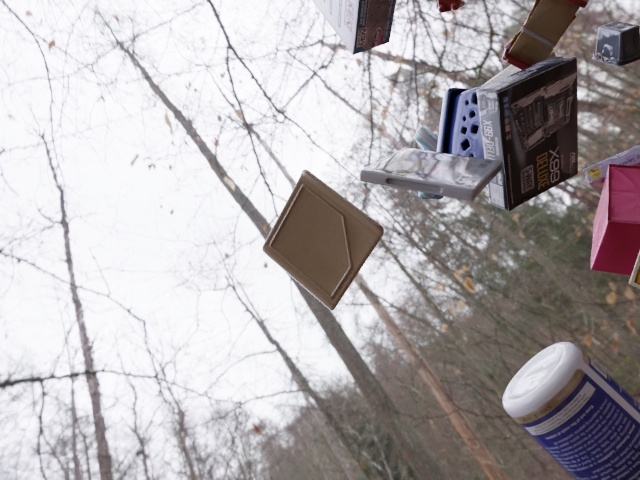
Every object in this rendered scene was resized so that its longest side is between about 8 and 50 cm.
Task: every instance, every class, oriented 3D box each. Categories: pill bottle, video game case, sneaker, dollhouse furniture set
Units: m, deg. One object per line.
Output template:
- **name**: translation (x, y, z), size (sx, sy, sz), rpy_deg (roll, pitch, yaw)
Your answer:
- **pill bottle**: translation (0.429, 0.299, 0.707), size (0.153, 0.264, 0.153), rpy_deg (-43, -12, -11)
- **video game case**: translation (0.201, -0.124, 0.822), size (0.212, 0.193, 0.023), rpy_deg (-34, -48, -52)
- **sneaker**: translation (0.417, -0.271, 1.769), size (0.319, 0.127, 0.208), rpy_deg (36, -65, -28)
- **dollhouse furniture set**: translation (0.474, -0.622, 1.209), size (0.152, 0.374, 0.201), rpy_deg (-54, -7, -44)

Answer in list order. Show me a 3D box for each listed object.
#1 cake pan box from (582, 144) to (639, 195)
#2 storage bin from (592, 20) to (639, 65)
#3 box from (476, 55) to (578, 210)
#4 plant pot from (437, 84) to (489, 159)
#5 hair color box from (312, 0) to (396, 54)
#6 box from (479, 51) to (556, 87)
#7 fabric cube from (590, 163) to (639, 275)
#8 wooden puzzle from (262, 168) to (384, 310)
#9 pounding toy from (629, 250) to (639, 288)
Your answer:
- **cake pan box**: translation (1.113, -0.252, 1.675), size (0.245, 0.070, 0.266), rpy_deg (-24, -23, 35)
- **storage bin**: translation (0.847, -0.567, 1.330), size (0.098, 0.135, 0.091), rpy_deg (-19, -59, 4)
- **box**: translation (0.518, -0.261, 1.145), size (0.242, 0.076, 0.308), rpy_deg (-25, -61, -14)
- **plant pot**: translation (0.465, -0.314, 1.294), size (0.235, 0.212, 0.236), rpy_deg (-9, -69, -34)
- **hair color box**: translation (0.044, -0.620, 1.074), size (0.105, 0.347, 0.174), rpy_deg (-23, -25, -12)
- **box**: translation (0.643, -0.501, 1.579), size (0.311, 0.148, 0.121), rpy_deg (-35, -67, 9)
- **fabric cube**: translation (1.025, -0.060, 1.466), size (0.259, 0.254, 0.258), rpy_deg (-65, -31, -32)
- **wooden puzzle**: translation (0.000, 0.000, 0.996), size (0.044, 0.221, 0.239), rpy_deg (-23, -33, -56)
- **pounding toy**: translation (0.914, 0.116, 1.174), size (0.094, 0.206, 0.181), rpy_deg (-19, -57, -26)
